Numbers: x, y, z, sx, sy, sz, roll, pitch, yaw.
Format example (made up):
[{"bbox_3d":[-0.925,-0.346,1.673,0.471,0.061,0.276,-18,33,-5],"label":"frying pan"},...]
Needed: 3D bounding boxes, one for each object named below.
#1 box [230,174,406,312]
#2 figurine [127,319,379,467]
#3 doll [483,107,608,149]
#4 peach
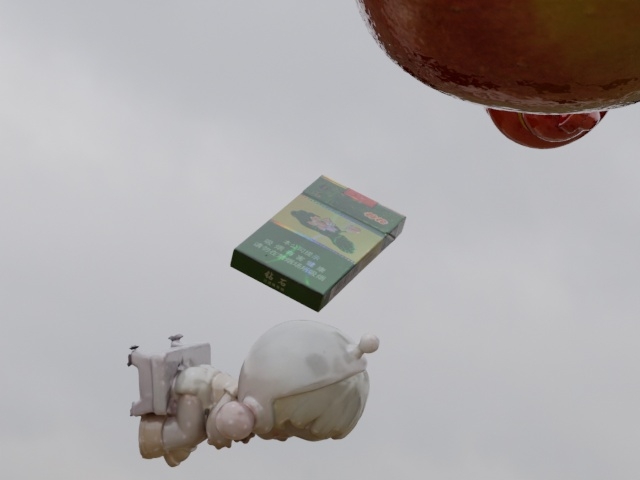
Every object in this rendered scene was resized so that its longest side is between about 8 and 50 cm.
[{"bbox_3d":[0.000,0.000,2.253,0.132,0.034,0.235,27,35,17],"label":"box"},{"bbox_3d":[-0.053,0.141,1.774,0.256,0.144,0.182,-7,-20,20],"label":"figurine"},{"bbox_3d":[0.275,-0.201,2.157,0.160,0.182,0.363,34,17,-14],"label":"doll"},{"bbox_3d":[0.183,-0.275,1.420,0.370,0.370,0.370,8,-12,2],"label":"peach"}]
